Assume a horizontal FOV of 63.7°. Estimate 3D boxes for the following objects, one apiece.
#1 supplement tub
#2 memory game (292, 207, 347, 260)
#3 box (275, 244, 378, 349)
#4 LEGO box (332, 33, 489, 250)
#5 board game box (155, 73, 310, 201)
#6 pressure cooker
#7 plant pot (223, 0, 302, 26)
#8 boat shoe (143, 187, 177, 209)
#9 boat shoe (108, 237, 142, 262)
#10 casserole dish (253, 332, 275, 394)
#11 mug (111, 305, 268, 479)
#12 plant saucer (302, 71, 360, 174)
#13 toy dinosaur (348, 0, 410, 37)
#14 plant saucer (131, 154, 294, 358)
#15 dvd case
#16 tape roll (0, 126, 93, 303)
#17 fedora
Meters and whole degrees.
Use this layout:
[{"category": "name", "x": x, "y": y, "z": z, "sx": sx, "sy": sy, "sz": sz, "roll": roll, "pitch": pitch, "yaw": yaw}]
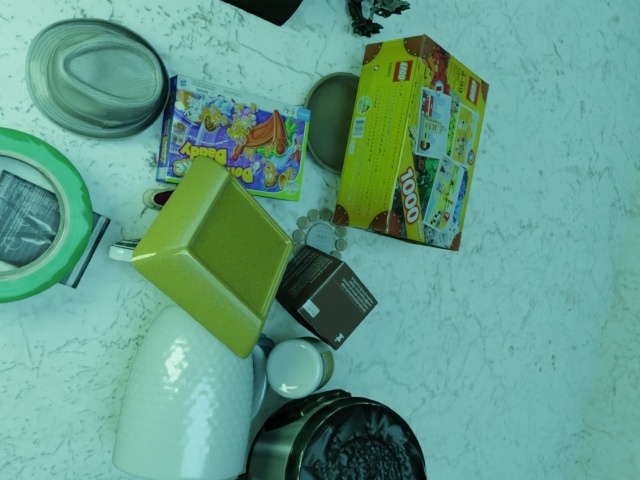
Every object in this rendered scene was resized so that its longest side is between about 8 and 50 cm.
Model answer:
[{"category": "supplement tub", "x": -0.044, "y": 0.321, "z": 1.323, "sx": 0.199, "sy": 0.144, "sz": 0.145, "roll": 32, "pitch": 74, "yaw": -74}, {"category": "memory game", "x": 0.000, "y": 0.000, "z": 1.440, "sx": 0.186, "sy": 0.012, "sz": 0.186, "roll": -5, "pitch": 99, "yaw": -35}, {"category": "box", "x": 0.000, "y": 0.141, "z": 1.333, "sx": 0.167, "sy": 0.203, "sz": 0.168, "roll": -46, "pitch": 120, "yaw": -13}, {"category": "LEGO box", "x": 0.263, "y": -0.247, "z": 1.443, "sx": 0.372, "sy": 0.193, "sz": 0.501, "roll": 10, "pitch": 90, "yaw": -46}, {"category": "board game box", "x": -0.199, "y": -0.231, "z": 1.233, "sx": 0.346, "sy": 0.078, "sz": 0.234, "roll": 5, "pitch": 93, "yaw": -35}, {"category": "pressure cooker", "x": 0.007, "y": 0.583, "z": 1.284, "sx": 0.369, "sy": 0.420, "sz": 0.376, "roll": 36, "pitch": 61, "yaw": -11}, {"category": "plant pot", "x": -0.111, "y": -0.636, "z": 1.190, "sx": 0.187, "sy": 0.167, "sz": 0.188, "roll": 11, "pitch": 91, "yaw": -34}, {"category": "boat shoe", "x": -0.315, "y": -0.090, "z": 1.183, "sx": 0.169, "sy": 0.059, "sz": 0.063, "roll": -4, "pitch": 98, "yaw": -34}, {"category": "boat shoe", "x": -0.322, "y": -0.001, "z": 1.162, "sx": 0.301, "sy": 0.108, "sz": 0.102, "roll": 0, "pitch": 96, "yaw": -37}, {"category": "casserole dish", "x": -0.172, "y": 0.338, "z": 1.350, "sx": 0.114, "sy": 0.037, "sz": 0.189, "roll": 11, "pitch": 89, "yaw": -35}, {"category": "mug", "x": -0.254, "y": 0.326, "z": 1.166, "sx": 0.374, "sy": 0.276, "sz": 0.329, "roll": 20, "pitch": 73, "yaw": -52}, {"category": "plant saucer", "x": 0.059, "y": -0.319, "z": 1.424, "sx": 0.277, "sy": 0.041, "sz": 0.278, "roll": -5, "pitch": 99, "yaw": -33}, {"category": "toy dinosaur", "x": 0.116, "y": -0.679, "z": 1.383, "sx": 0.321, "sy": 0.164, "sz": 0.219, "roll": -23, "pitch": 94, "yaw": -11}, {"category": "plant saucer", "x": -0.183, "y": 0.021, "z": 1.089, "sx": 0.333, "sy": 0.080, "sz": 0.333, "roll": 49, "pitch": 41, "yaw": -29}, {"category": "dvd case", "x": -0.566, "y": -0.018, "z": 1.044, "sx": 0.221, "sy": 0.018, "sz": 0.165, "roll": 30, "pitch": 78, "yaw": -33}, {"category": "tape roll", "x": -0.601, "y": -0.047, "z": 0.960, "sx": 0.321, "sy": 0.077, "sz": 0.322, "roll": -3, "pitch": 96, "yaw": -34}, {"category": "fedora", "x": -0.428, "y": -0.326, "z": 1.025, "sx": 0.275, "sy": 0.124, "sz": 0.244, "roll": 7, "pitch": 92, "yaw": -31}]
